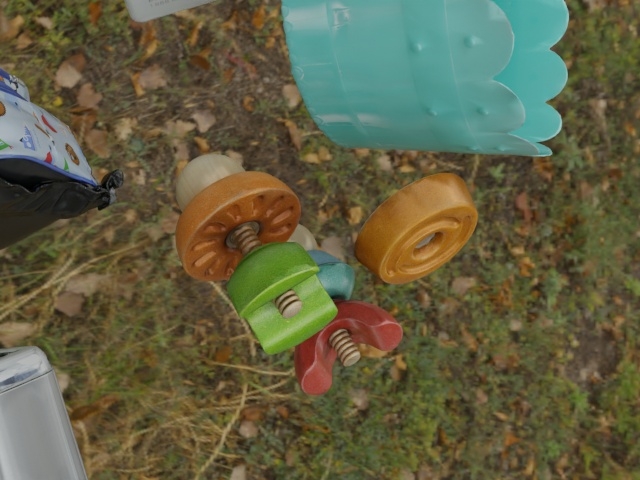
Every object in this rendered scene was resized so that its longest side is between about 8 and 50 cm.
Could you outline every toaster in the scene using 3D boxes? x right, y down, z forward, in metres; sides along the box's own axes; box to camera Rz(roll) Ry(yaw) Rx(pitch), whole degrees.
[{"bbox_3d":[-0.280,0.169,0.621,0.129,0.227,0.146,-22,101,-61],"label":"toaster"}]

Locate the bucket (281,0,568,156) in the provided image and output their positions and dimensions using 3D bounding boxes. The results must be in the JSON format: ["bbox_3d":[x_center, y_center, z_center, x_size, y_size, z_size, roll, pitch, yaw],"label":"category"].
[{"bbox_3d":[0.100,-0.204,0.685,0.281,0.183,0.281,-1,91,-64],"label":"bucket"}]

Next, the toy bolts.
[{"bbox_3d":[0.000,0.000,0.669,0.218,0.158,0.228,-29,150,-8],"label":"toy bolts"}]

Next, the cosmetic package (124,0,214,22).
[{"bbox_3d":[-0.136,-0.395,0.569,0.162,0.453,0.230,-18,71,-7],"label":"cosmetic package"}]

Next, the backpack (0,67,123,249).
[{"bbox_3d":[-0.393,-0.076,0.843,0.277,0.263,0.213,-32,87,-1],"label":"backpack"}]
